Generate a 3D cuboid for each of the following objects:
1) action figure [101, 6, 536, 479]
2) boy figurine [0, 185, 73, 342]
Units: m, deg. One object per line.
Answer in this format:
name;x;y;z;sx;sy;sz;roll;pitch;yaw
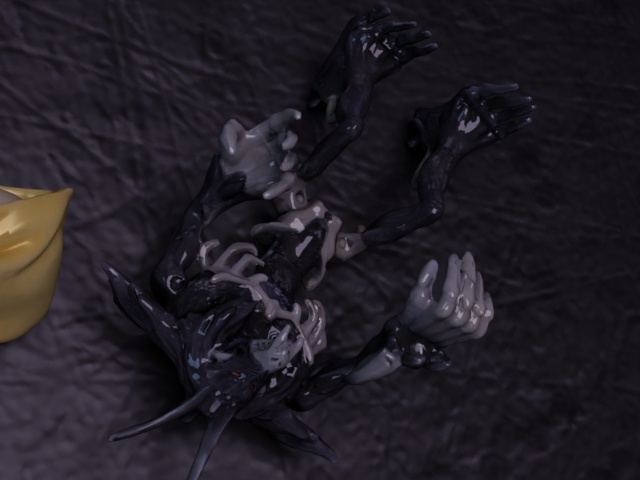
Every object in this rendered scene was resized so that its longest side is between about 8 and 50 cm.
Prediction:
action figure;0.000;0.000;0.722;0.164;0.141;0.276;38;61;-12
boy figurine;-0.218;-0.033;0.611;0.285;0.177;0.092;29;72;-40
